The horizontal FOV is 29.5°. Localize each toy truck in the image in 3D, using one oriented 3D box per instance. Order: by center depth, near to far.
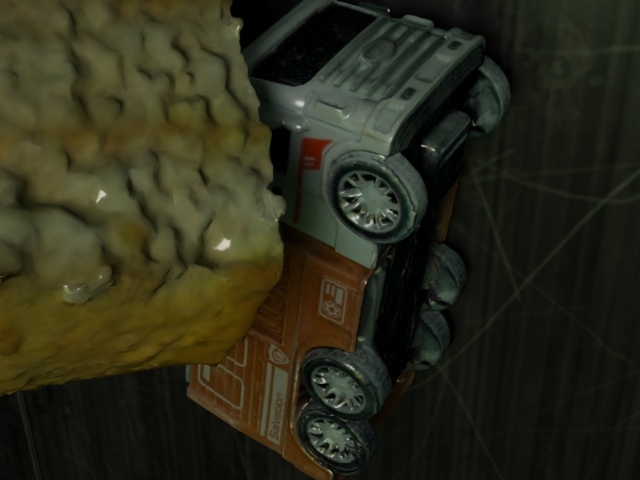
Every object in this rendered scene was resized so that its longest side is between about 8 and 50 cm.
[{"bbox_3d":[0.000,0.000,0.749,0.162,0.136,0.305,25,135,18],"label":"toy truck"}]

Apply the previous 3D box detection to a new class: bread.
[{"bbox_3d":[-0.201,-0.095,0.649,0.264,0.239,0.395,-45,58,52],"label":"bread"}]
